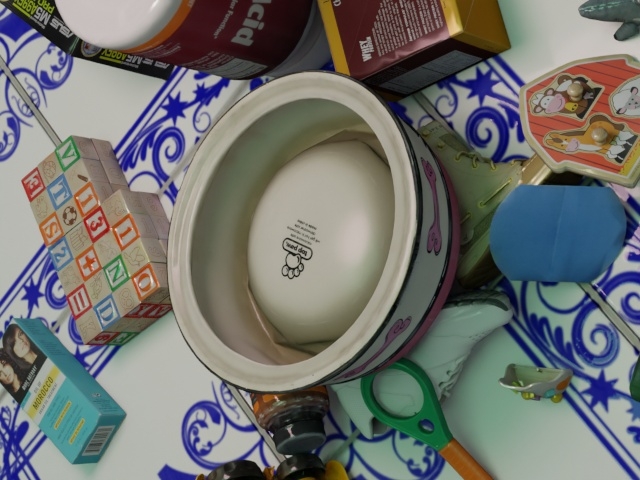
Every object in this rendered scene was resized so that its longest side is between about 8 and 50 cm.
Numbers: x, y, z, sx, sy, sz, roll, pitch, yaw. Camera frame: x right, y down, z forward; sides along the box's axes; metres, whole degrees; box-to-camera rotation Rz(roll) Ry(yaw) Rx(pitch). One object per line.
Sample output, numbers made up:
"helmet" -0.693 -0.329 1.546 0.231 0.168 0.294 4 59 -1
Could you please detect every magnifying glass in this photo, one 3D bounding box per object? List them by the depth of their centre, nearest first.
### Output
"magnifying glass" 0.143 0.240 1.952 0.231 0.026 0.092 48 122 1

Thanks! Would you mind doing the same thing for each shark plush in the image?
"shark plush" 0.396 -0.279 1.850 0.161 0.067 0.073 9 91 35

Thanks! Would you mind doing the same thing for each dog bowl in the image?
"dog bowl" 0.000 0.000 1.938 0.408 0.150 0.408 -11 72 37

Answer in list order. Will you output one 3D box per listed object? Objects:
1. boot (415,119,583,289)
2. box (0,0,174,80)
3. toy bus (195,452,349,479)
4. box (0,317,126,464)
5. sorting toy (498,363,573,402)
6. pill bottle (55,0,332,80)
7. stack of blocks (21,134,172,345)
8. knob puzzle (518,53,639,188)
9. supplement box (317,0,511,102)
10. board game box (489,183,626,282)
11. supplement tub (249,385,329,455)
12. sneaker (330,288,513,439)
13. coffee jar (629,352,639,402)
"boot" 0.211 -0.096 1.953 0.262 0.095 0.203 -53 59 23
"box" -0.370 -0.342 2.304 0.270 0.216 0.060 37 106 31
"toy bus" -0.075 0.403 2.074 0.211 0.220 0.149 115 143 -49
"box" -0.412 0.231 2.380 0.244 0.060 0.101 41 109 30
"sorting toy" 0.258 0.178 1.903 0.083 0.075 0.045 2 87 36
"pill bottle" -0.145 -0.333 2.037 0.224 0.392 0.224 -3 85 35
"stack of blocks" -0.323 -0.011 2.321 0.171 0.087 0.297 -37 66 27
"knob puzzle" 0.325 -0.160 1.850 0.213 0.030 0.213 -9 52 12
"supplement box" 0.114 -0.310 2.013 0.194 0.129 0.191 -23 73 31
"board game box" 0.287 -0.015 1.879 0.033 0.168 0.133 -98 11 -61
"supplement tub" -0.049 0.188 2.084 0.106 0.106 0.198 -31 59 29
"sneaker" 0.139 0.156 1.989 0.297 0.111 0.129 -33 80 36
"coffee jar" 0.455 0.172 1.764 0.184 0.079 0.096 22 99 34
